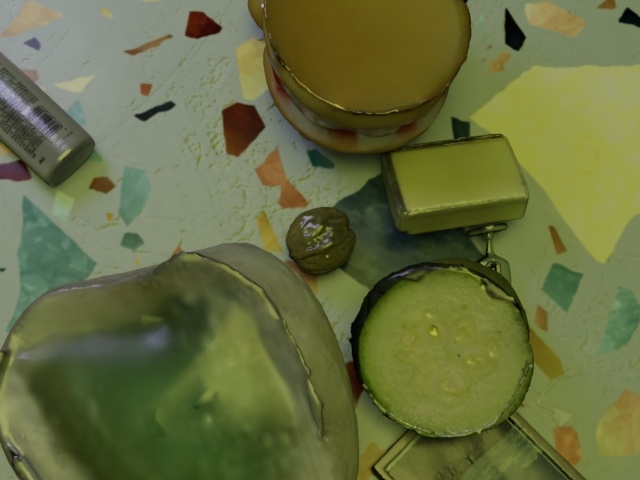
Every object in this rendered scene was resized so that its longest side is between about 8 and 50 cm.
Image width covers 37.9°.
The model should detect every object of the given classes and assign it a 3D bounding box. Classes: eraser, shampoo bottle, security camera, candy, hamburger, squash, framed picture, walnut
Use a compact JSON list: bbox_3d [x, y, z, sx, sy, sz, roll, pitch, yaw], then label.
[{"bbox_3d":[0.172,-0.074,1.215,0.172,0.058,0.117,-8,54,-6],"label":"eraser"},{"bbox_3d":[-0.404,-0.175,1.223,0.227,0.056,0.086,42,78,8],"label":"shampoo bottle"},{"bbox_3d":[0.223,0.027,1.210,0.058,0.058,0.092,-9,83,-6],"label":"security camera"},{"bbox_3d":[-0.144,0.212,1.061,0.386,0.186,0.427,-28,80,-2],"label":"candy"},{"bbox_3d":[0.032,-0.255,1.204,0.302,0.186,0.261,37,71,3],"label":"hamburger"},{"bbox_3d":[0.150,0.130,1.138,0.220,0.133,0.220,0,89,12],"label":"squash"},{"bbox_3d":[0.213,0.308,1.143,0.189,0.023,0.260,-42,80,-16],"label":"framed picture"},{"bbox_3d":[0.000,0.000,1.188,0.092,0.092,0.092,1,74,-3],"label":"walnut"}]
